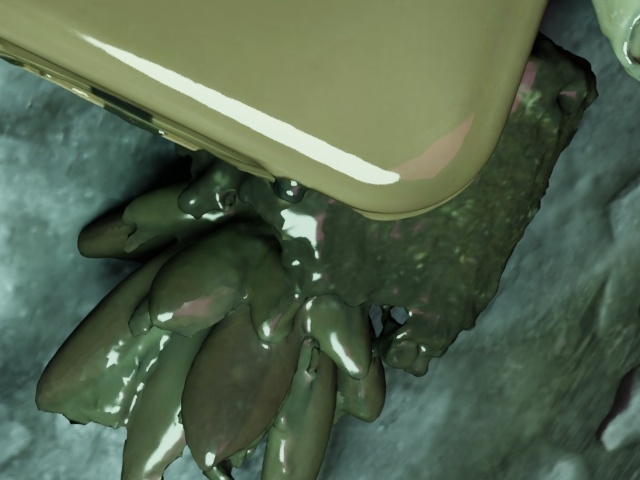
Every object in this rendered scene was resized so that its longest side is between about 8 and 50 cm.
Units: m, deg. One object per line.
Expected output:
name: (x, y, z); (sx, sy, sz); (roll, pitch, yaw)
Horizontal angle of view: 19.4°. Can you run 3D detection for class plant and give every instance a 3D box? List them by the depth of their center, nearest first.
plant: (0.000, 0.000, 0.992); (0.181, 0.194, 0.321); (27, 104, -33)

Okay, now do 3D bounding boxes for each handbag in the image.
handbag: (-0.027, -0.179, 0.815); (0.301, 0.149, 0.283); (25, 94, -3)

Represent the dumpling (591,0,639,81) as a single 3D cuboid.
dumpling: (0.205, -0.188, 1.034); (0.181, 0.111, 0.155); (-50, 161, 20)
